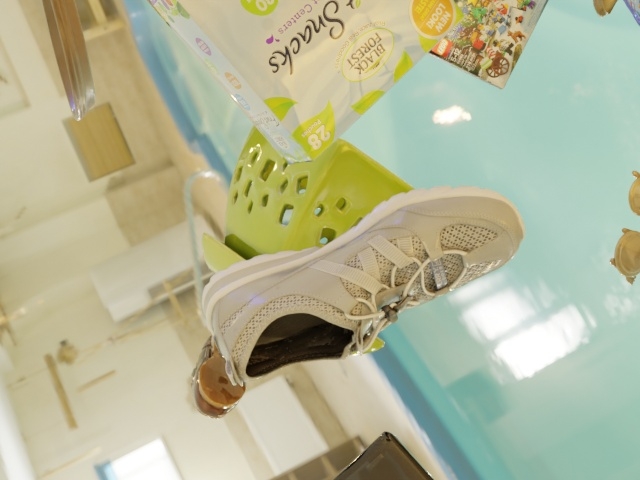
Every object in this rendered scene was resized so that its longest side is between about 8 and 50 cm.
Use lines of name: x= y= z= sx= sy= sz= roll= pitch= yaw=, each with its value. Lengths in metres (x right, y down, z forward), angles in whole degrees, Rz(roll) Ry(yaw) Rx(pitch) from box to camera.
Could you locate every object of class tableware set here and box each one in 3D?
tableware set: x=0.463 y=-0.014 z=1.229 sx=0.020 sy=0.141 sz=0.168 roll=10 pitch=83 yaw=60

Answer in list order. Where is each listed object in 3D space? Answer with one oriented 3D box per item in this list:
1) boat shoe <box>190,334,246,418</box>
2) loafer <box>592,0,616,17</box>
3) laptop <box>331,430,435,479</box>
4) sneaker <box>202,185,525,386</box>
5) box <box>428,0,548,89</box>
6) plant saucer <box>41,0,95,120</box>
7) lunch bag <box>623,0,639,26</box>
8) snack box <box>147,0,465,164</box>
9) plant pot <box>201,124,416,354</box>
boat shoe: x=-0.149 y=0.201 z=1.278 sx=0.073 sy=0.073 sz=0.207 roll=30 pitch=-162 yaw=-9
loafer: x=0.670 y=-0.574 z=2.043 sx=0.050 sy=0.148 sz=0.056 roll=-6 pitch=140 yaw=49
laptop: x=0.124 y=0.535 z=1.306 sx=0.408 sy=0.382 sz=0.236 roll=47 pitch=-169 yaw=11
sneaker: x=0.042 y=0.050 z=0.738 sx=0.115 sy=0.281 sz=0.105 roll=-105 pitch=-10 yaw=-50
box: x=0.319 y=-0.419 z=1.643 sx=0.159 sy=0.233 sz=0.044 roll=25 pitch=-171 yaw=0
plant saucer: x=-0.425 y=-0.340 z=1.484 sx=0.278 sy=0.041 sz=0.278 roll=164 pitch=90 yaw=-74
lunch bag: x=0.798 y=-0.667 z=2.124 sx=0.293 sy=0.138 sz=0.221 roll=-109 pitch=21 yaw=-44
snack box: x=-0.020 y=-0.191 z=0.673 sx=0.207 sy=0.174 sz=0.070 roll=48 pitch=167 yaw=-16
plant pot: x=0.000 y=0.000 z=1.082 sx=0.228 sy=0.207 sz=0.227 roll=33 pitch=178 yaw=-31
